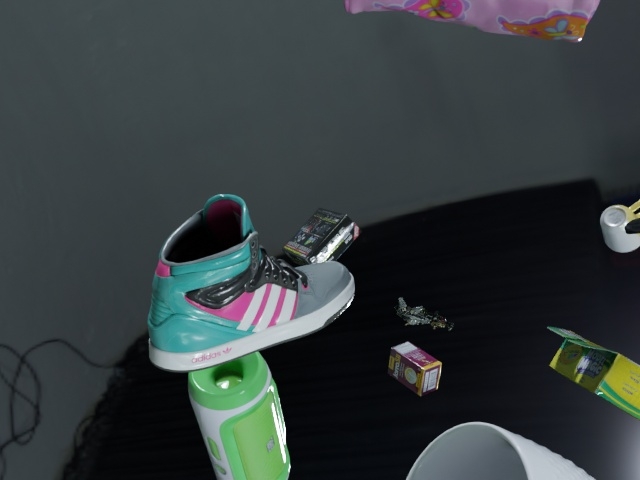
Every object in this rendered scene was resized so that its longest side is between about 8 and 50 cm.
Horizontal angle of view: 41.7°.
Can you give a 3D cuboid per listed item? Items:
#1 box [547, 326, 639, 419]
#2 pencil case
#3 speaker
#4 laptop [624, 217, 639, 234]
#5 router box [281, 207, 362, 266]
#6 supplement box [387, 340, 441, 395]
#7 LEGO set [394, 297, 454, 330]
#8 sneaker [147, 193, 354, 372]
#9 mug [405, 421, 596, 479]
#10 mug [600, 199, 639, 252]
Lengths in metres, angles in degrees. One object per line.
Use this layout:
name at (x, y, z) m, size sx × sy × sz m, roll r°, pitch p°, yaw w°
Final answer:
box at (0.278, 0.134, 0.723) m, size 0.179 × 0.043 × 0.105 m, roll 32°, pitch 1°, yaw -6°
pencil case at (0.165, -0.295, 0.928) m, size 0.124 × 0.284 × 0.124 m, roll 11°, pitch 90°, yaw -80°
speaker at (-0.122, 0.291, 1.313) m, size 0.131 × 0.131 × 0.296 m, roll -78°, pitch 165°, yaw -46°
laptop at (0.517, 0.070, 0.623) m, size 0.408 × 0.382 × 0.236 m, roll 171°, pitch -86°, yaw -77°
router box at (0.000, 0.000, 1.277) m, size 0.038 × 0.092 × 0.122 m, roll 46°, pitch -9°, yaw -19°
supplement box at (0.159, 0.216, 1.425) m, size 0.043 × 0.083 × 0.055 m, roll -14°, pitch 119°, yaw -36°
LEGO set at (0.105, 0.083, 0.876) m, size 0.083 × 0.054 × 0.023 m, roll 25°, pitch 78°, yaw -25°
sneaker at (-0.080, 0.027, 1.019) m, size 0.295 × 0.124 × 0.178 m, roll -19°, pitch 119°, yaw -37°
mug at (0.334, 0.495, 1.269) m, size 0.328 × 0.276 × 0.374 m, roll 28°, pitch 29°, yaw -29°
mug at (0.455, -0.029, 1.270) m, size 0.064 × 0.062 × 0.078 m, roll 38°, pitch 73°, yaw -50°
